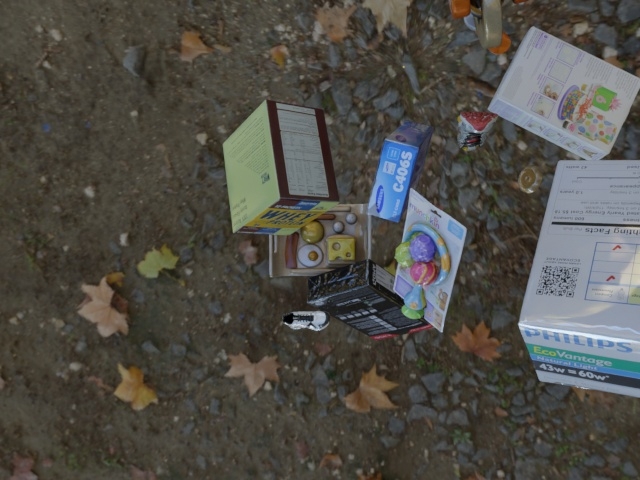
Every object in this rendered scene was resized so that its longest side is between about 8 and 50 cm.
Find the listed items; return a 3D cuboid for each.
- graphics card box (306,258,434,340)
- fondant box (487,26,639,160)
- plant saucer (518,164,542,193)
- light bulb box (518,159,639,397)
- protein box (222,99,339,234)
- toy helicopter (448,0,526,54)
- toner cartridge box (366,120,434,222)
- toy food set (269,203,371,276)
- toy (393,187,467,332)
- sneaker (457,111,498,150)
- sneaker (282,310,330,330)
[{"bbox_3d":[0.160,0.192,1.882,0.233,0.094,0.371,-20,144,35],"label":"graphics card box"},{"bbox_3d":[0.658,-0.393,1.656,0.330,0.096,0.238,28,80,5],"label":"fondant box"},{"bbox_3d":[0.605,-0.179,1.780,0.015,0.083,0.083,7,111,-34],"label":"plant saucer"},{"bbox_3d":[0.562,0.065,1.033,0.358,0.361,0.225,5,146,33],"label":"light bulb box"},{"bbox_3d":[-0.084,-0.136,1.222,0.200,0.136,0.201,-30,64,52],"label":"protein box"},{"bbox_3d":[0.310,-0.529,1.214,0.140,0.235,0.354,-12,63,12],"label":"toy helicopter"},{"bbox_3d":[0.188,-0.168,1.391,0.075,0.348,0.165,16,110,10],"label":"toner cartridge box"},{"bbox_3d":[0.000,0.000,1.840,0.306,0.092,0.219,-1,91,4],"label":"toy food set"},{"bbox_3d":[0.169,0.046,1.062,0.056,0.137,0.237,-24,135,-26],"label":"toy"},{"bbox_3d":[0.380,-0.265,1.493,0.088,0.225,0.092,3,97,9],"label":"sneaker"},{"bbox_3d":[-0.031,0.164,1.255,0.109,0.044,0.040,-12,67,31],"label":"sneaker"}]
